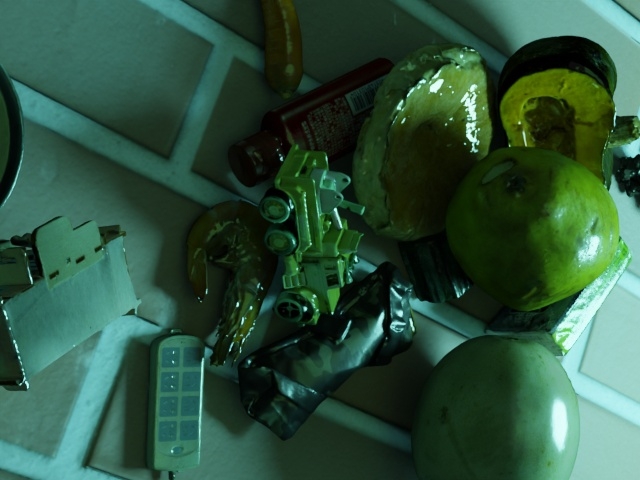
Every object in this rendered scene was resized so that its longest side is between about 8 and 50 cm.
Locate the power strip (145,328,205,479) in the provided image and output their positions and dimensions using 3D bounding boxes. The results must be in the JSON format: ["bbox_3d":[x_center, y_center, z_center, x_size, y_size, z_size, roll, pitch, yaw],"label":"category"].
[{"bbox_3d":[-0.208,0.241,1.825,0.080,0.029,0.227,2,90,-36],"label":"power strip"}]

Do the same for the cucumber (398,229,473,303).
[{"bbox_3d":[0.202,0.034,2.089,0.116,0.062,0.115,-27,112,-22],"label":"cucumber"}]

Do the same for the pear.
[{"bbox_3d":[0.332,-0.018,1.988,0.269,0.269,0.321,-64,162,-16],"label":"pear"}]

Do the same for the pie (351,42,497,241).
[{"bbox_3d":[0.168,-0.153,1.992,0.339,0.083,0.340,-33,133,-43],"label":"pie"}]

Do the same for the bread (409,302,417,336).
[{"bbox_3d":[0.112,0.117,2.041,0.072,0.053,0.106,-20,101,-10],"label":"bread"}]

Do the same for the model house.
[{"bbox_3d":[-0.408,0.070,1.578,0.326,0.244,0.169,-40,119,-65],"label":"model house"}]

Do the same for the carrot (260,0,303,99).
[{"bbox_3d":[-0.068,-0.345,1.898,0.062,0.066,0.271,-29,111,-78],"label":"carrot"}]

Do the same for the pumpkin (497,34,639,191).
[{"bbox_3d":[0.419,-0.211,2.118,0.232,0.242,0.325,-64,157,-46],"label":"pumpkin"}]

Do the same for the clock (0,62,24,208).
[{"bbox_3d":[-0.521,-0.132,1.569,0.312,0.061,0.313,-1,92,-36],"label":"clock"}]

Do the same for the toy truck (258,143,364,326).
[{"bbox_3d":[-0.003,0.002,1.842,0.128,0.135,0.260,-66,159,-52],"label":"toy truck"}]

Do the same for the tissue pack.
[{"bbox_3d":[0.410,0.094,2.180,0.073,0.173,0.235,50,65,-19],"label":"tissue pack"}]

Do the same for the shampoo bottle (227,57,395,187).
[{"bbox_3d":[0.001,-0.173,1.935,0.314,0.076,0.118,-30,120,-31],"label":"shampoo bottle"}]

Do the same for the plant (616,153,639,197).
[{"bbox_3d":[0.622,-0.099,2.390,0.085,0.087,0.174,-42,113,6],"label":"plant"}]

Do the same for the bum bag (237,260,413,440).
[{"bbox_3d":[0.019,0.169,1.943,0.340,0.095,0.144,-35,113,-26],"label":"bum bag"}]

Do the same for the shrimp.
[{"bbox_3d":[-0.133,0.061,1.858,0.150,0.068,0.249,9,79,-25],"label":"shrimp"}]

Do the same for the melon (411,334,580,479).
[{"bbox_3d":[0.279,0.316,2.034,0.268,0.268,0.330,2,99,-36],"label":"melon"}]
